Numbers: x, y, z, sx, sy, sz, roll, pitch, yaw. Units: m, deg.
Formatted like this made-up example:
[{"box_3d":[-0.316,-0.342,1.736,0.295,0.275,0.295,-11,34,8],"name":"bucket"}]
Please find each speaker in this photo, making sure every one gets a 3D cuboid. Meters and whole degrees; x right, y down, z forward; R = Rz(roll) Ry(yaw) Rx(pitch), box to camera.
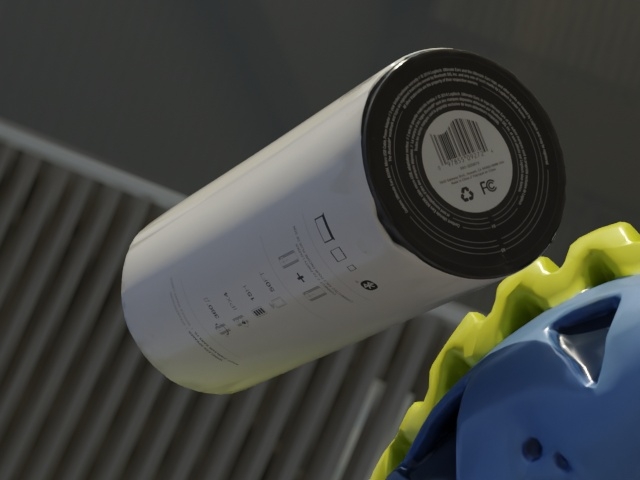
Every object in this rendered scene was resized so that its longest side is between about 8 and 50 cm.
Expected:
[{"box_3d":[0.000,0.000,0.490,0.136,0.055,0.055,-29,25,58],"name":"speaker"}]

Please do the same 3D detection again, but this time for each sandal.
[{"box_3d":[0.031,0.113,0.493,0.317,0.126,0.138,-39,21,30],"name":"sandal"}]
